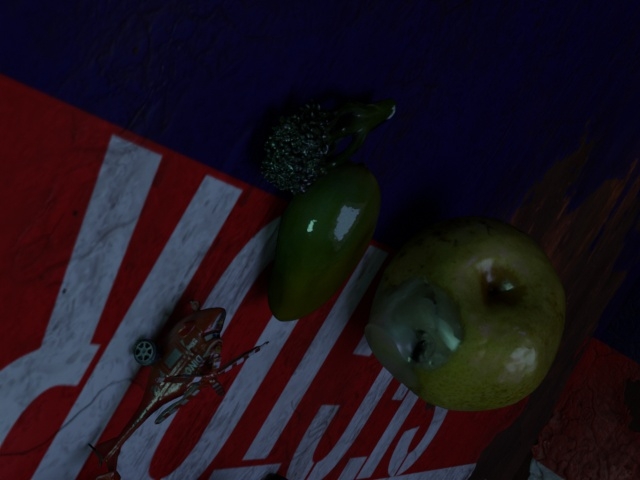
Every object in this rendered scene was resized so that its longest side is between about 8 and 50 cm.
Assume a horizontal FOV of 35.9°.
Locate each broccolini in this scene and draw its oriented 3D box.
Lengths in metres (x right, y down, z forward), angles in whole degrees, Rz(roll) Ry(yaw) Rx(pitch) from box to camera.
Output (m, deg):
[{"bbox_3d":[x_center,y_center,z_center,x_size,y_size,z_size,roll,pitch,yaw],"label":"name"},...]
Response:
[{"bbox_3d":[0.007,-0.105,0.980,0.203,0.068,0.091,-35,128,-57],"label":"broccolini"}]

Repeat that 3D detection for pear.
[{"bbox_3d":[0.192,0.101,1.313,0.271,0.271,0.271,-41,150,-30],"label":"pear"}]

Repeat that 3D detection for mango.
[{"bbox_3d":[0.002,-0.003,1.049,0.122,0.085,0.191,-42,163,-49],"label":"mango"}]

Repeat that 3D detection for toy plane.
[{"bbox_3d":[-0.150,0.146,0.957,0.126,0.077,0.194,-2,129,-56],"label":"toy plane"}]

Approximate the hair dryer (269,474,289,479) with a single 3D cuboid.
[{"bbox_3d":[-0.037,0.408,1.292,0.070,0.255,0.128,34,85,-23],"label":"hair dryer"}]
